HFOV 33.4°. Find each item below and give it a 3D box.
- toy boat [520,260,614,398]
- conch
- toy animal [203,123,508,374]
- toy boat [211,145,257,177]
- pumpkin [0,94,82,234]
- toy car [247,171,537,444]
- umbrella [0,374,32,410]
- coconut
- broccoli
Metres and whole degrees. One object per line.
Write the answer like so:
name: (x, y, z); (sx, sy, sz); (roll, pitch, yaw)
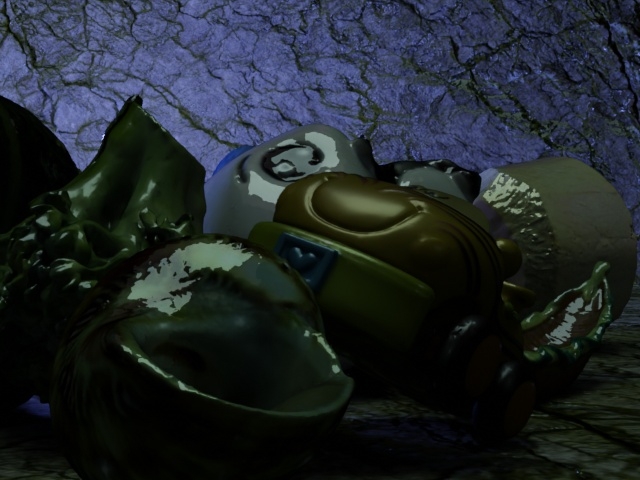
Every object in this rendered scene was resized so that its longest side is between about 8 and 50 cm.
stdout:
toy boat: (0.192, 0.090, 0.965); (0.108, 0.099, 0.293); (1, 9, 43)
conch: (-0.057, 0.076, 0.573); (0.187, 0.124, 0.181); (24, 28, 32)
toy animal: (0.010, 0.025, 1.040); (0.310, 0.251, 0.251); (8, -5, -35)
toy boat: (0.000, 0.000, 1.372); (0.330, 0.123, 0.215); (45, -14, -14)
pumpkin: (-0.353, -0.004, 0.935); (0.300, 0.300, 0.207); (-1, 33, -40)
toy car: (0.061, 0.032, 0.738); (0.200, 0.142, 0.248); (21, -14, 33)
umbrella: (-0.339, 0.092, 0.774); (0.154, 0.128, 0.336); (24, -4, 11)
coconut: (0.268, 0.020, 1.328); (0.244, 0.239, 0.239); (-8, 4, -37)
broccoli: (-0.142, 0.024, 0.835); (0.248, 0.246, 0.288); (29, -4, -30)
